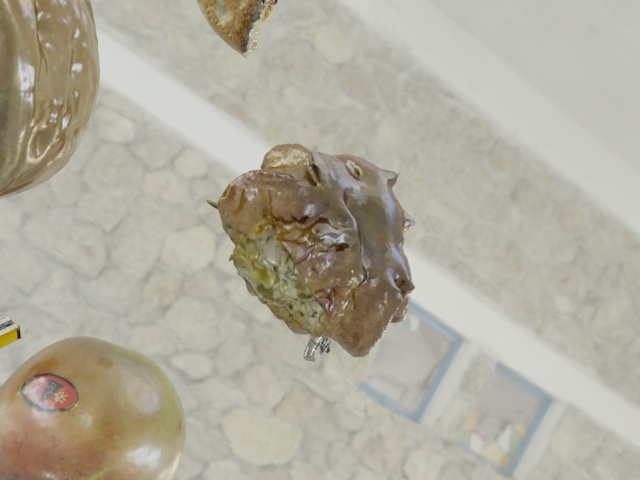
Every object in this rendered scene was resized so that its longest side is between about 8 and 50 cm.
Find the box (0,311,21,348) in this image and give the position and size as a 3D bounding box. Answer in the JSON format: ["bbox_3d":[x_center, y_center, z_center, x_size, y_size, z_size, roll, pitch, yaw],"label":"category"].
[{"bbox_3d":[-0.639,0.128,1.568,0.247,0.129,0.033,28,-50,30],"label":"box"}]

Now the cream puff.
[{"bbox_3d":[0.000,0.000,1.083,0.269,0.241,0.155,28,-37,-31],"label":"cream puff"}]

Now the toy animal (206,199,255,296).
[{"bbox_3d":[-0.087,-0.034,1.279,0.155,0.219,0.095,24,22,-13],"label":"toy animal"}]

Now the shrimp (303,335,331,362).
[{"bbox_3d":[-0.005,0.162,1.502,0.034,0.091,0.161,33,-21,14],"label":"shrimp"}]

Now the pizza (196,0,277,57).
[{"bbox_3d":[-0.157,-0.581,1.847,0.278,0.408,0.114,-10,7,33],"label":"pizza"}]

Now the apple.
[{"bbox_3d":[-0.401,0.323,1.584,0.339,0.305,0.338,10,-41,9],"label":"apple"}]

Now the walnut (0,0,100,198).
[{"bbox_3d":[-0.378,-0.198,0.933,0.333,0.332,0.333,30,-10,6],"label":"walnut"}]
